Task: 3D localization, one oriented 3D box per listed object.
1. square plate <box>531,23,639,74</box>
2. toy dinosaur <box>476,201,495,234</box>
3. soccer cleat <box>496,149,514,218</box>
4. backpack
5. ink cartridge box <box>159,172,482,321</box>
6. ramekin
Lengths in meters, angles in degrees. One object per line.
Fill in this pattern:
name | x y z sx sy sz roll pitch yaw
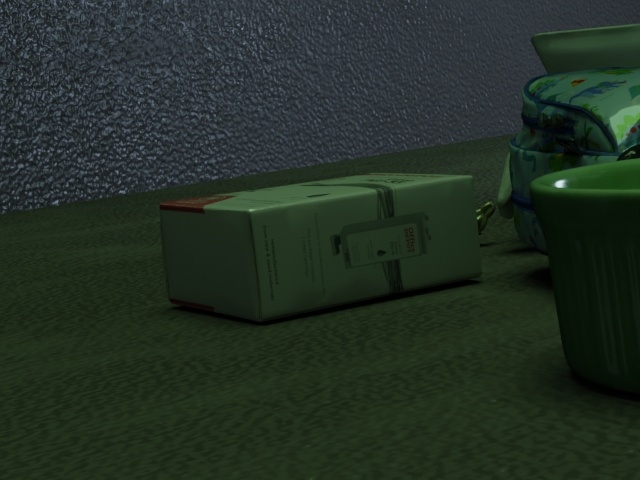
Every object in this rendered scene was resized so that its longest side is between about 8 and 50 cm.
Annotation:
square plate | 0.472 -0.138 1.952 0.347 0.344 0.049 0 51 36
toy dinosaur | 0.116 -0.006 1.886 0.268 0.064 0.118 -9 -7 -25
soccer cleat | 0.360 -0.035 1.828 0.331 0.143 0.116 18 -23 29
backpack | 0.336 -0.067 1.591 0.290 0.273 0.355 -14 -3 -15
ink cartridge box | 0.000 0.000 1.678 0.283 0.117 0.207 -10 8 -32
ramekin | 0.311 0.018 1.159 0.303 0.148 0.303 -5 7 1
